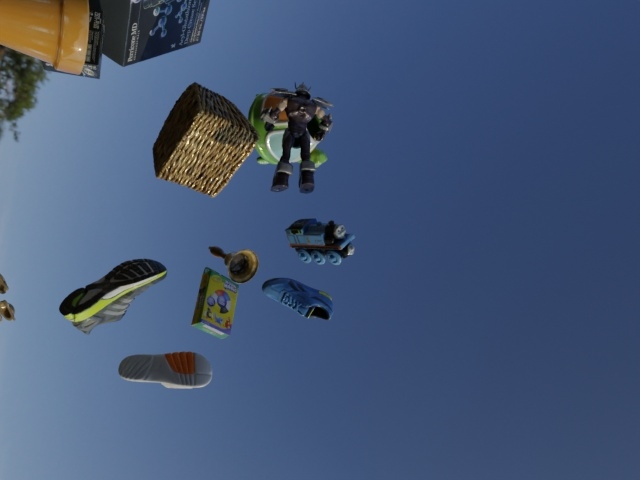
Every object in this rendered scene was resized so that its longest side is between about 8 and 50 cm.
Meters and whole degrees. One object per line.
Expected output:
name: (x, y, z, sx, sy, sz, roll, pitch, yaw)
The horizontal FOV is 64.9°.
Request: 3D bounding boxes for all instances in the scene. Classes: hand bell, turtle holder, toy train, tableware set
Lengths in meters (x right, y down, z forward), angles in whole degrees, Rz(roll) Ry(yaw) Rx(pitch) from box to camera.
hand bell: (-0.345, 0.059, 1.843, 0.242, 0.126, 0.126, 23, -84, 45)
turtle holder: (-0.108, -0.364, 1.752, 0.227, 0.243, 0.320, 1, -57, 29)
toy train: (0.000, 0.000, 1.239, 0.184, 0.080, 0.105, 2, -58, 42)
tableware set: (-0.828, 0.146, 1.276, 0.169, 0.020, 0.141, -10, -76, 32)

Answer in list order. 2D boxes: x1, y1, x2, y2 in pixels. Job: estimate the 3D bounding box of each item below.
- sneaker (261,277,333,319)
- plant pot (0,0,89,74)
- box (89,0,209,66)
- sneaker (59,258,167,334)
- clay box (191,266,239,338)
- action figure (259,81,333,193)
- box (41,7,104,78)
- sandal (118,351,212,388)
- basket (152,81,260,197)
sneaker: (-0.061, 0.164, 1.384, 0.082, 0.209, 0.069, -90, -157, -58)
plant pot: (-0.669, -0.517, 1.197, 0.205, 0.188, 0.205, -2, -92, 56)
box: (-0.557, -0.785, 1.630, 0.212, 0.395, 0.293, 36, -48, 7)
sneaker: (-0.576, 0.155, 1.438, 0.111, 0.300, 0.121, 40, -33, 36)
clay box: (-0.344, 0.199, 1.675, 0.053, 0.127, 0.222, -22, -131, 34)
action figure: (-0.061, -0.264, 1.255, 0.099, 0.185, 0.285, 136, -40, -78)
box: (-0.695, -0.566, 1.422, 0.077, 0.147, 0.180, 146, -55, -66)
sandal: (-0.448, 0.380, 1.476, 0.076, 0.265, 0.102, 100, -5, -61)
basket: (-0.375, -0.324, 1.623, 0.299, 0.223, 0.213, -48, -136, 28)
